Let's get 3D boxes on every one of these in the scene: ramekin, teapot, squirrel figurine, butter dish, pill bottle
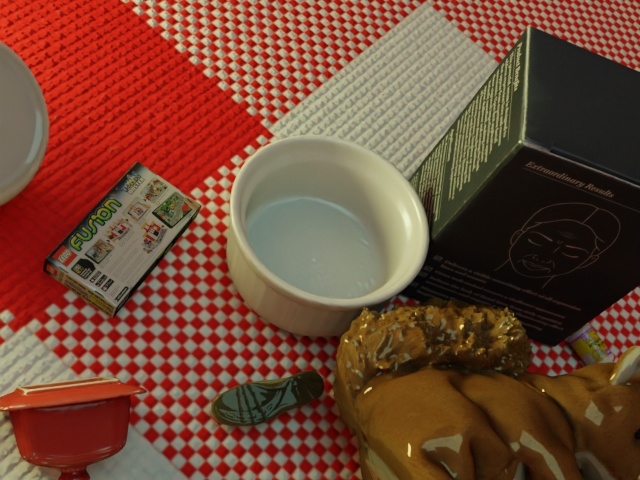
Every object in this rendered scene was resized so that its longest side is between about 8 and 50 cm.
[{"bbox_3d":[0.000,0.000,1.246,0.277,0.135,0.277,8,57,-12],"label":"ramekin"},{"bbox_3d":[-0.483,-0.137,1.114,0.256,0.187,0.252,-11,92,-46],"label":"teapot"},{"bbox_3d":[0.227,0.209,1.120,0.370,0.281,0.397,-19,57,-16],"label":"squirrel figurine"},{"bbox_3d":[-0.284,0.220,1.014,0.160,0.160,0.118,-4,85,-25],"label":"butter dish"},{"bbox_3d":[0.427,0.175,1.391,0.043,0.043,0.083,-27,74,-33],"label":"pill bottle"}]

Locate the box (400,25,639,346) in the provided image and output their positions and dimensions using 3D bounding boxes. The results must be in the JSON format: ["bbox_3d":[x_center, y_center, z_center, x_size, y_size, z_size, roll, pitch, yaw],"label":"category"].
[{"bbox_3d":[0.316,-0.055,1.266,0.294,0.395,0.212,20,55,-12],"label":"box"}]

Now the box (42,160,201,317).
[{"bbox_3d":[-0.265,-0.006,1.210,0.114,0.036,0.207,35,53,0],"label":"box"}]

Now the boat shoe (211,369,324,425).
[{"bbox_3d":[-0.071,0.207,1.165,0.153,0.048,0.056,-16,80,-23],"label":"boat shoe"}]
